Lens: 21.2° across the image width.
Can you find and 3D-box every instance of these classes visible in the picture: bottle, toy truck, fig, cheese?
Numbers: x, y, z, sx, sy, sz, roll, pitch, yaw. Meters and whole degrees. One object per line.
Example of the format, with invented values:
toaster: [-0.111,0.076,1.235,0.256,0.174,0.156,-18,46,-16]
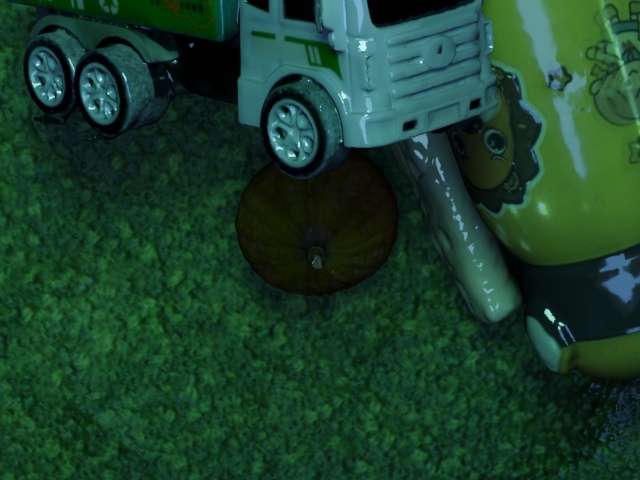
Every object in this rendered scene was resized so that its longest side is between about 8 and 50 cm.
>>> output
bottle: [0.174,-0.071,1.165,0.171,0.171,0.351,-18,104,10]
toy truck: [-0.061,-0.156,1.091,0.363,0.176,0.178,20,119,40]
fig: [0.008,-0.001,1.223,0.119,0.153,0.119,-12,124,-18]
cheese: [0.092,-0.028,1.241,0.043,0.065,0.194,-31,107,-16]
